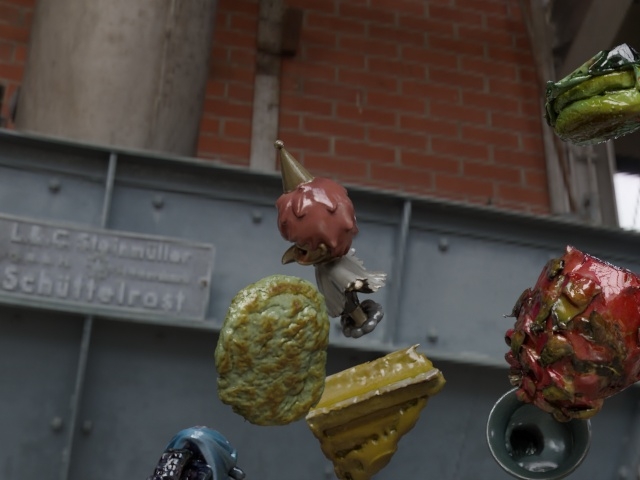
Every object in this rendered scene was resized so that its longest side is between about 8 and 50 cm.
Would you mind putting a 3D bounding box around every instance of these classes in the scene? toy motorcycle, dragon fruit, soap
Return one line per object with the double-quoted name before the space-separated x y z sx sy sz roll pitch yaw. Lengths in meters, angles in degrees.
"toy motorcycle" -0.206 0.480 1.832 0.172 0.232 0.416 3 -56 14
"dragon fruit" 0.453 0.174 1.865 0.269 0.291 0.250 23 3 2
"soap" 0.165 0.431 2.575 0.338 0.169 0.304 -20 -53 9

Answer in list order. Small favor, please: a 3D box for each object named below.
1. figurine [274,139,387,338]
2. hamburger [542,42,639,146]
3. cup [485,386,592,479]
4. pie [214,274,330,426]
"figurine" 0.000 0.000 1.974 0.166 0.207 0.387 -25 -67 7
"hamburger" 0.478 -0.239 1.873 0.214 0.125 0.235 -26 -19 37
"cup" 0.426 0.395 2.111 0.199 0.199 0.150 -5 -29 11
"pie" -0.083 0.172 1.686 0.201 0.248 0.090 -6 19 -32
